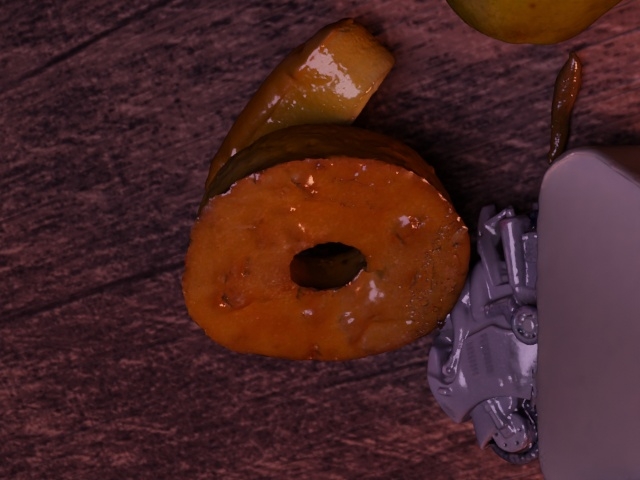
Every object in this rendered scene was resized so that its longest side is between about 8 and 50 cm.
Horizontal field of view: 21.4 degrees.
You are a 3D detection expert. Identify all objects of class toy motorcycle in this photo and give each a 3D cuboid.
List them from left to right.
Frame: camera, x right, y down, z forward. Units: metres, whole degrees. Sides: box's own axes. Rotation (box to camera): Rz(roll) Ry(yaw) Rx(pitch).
[{"bbox_3d":[0.171,0.085,1.669,0.171,0.110,0.260,17,109,33],"label":"toy motorcycle"}]

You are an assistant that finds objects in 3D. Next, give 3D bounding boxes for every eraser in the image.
[{"bbox_3d":[0.346,0.083,1.493,0.331,0.150,0.331,3,95,45],"label":"eraser"}]

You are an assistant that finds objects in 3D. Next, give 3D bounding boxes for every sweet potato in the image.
[{"bbox_3d":[0.231,-0.127,1.611,0.026,0.026,0.115,16,118,18],"label":"sweet potato"}]

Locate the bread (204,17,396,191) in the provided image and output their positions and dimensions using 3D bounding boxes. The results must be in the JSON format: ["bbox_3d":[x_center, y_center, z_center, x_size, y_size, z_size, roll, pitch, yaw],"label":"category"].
[{"bbox_3d":[-0.024,-0.118,1.686,0.094,0.102,0.245,39,120,1],"label":"bread"}]

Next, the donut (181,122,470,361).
[{"bbox_3d":[0.003,0.001,1.635,0.278,0.108,0.277,-3,128,-4],"label":"donut"}]

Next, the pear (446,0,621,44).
[{"bbox_3d":[0.190,-0.325,1.425,0.269,0.269,0.321,18,99,18],"label":"pear"}]
